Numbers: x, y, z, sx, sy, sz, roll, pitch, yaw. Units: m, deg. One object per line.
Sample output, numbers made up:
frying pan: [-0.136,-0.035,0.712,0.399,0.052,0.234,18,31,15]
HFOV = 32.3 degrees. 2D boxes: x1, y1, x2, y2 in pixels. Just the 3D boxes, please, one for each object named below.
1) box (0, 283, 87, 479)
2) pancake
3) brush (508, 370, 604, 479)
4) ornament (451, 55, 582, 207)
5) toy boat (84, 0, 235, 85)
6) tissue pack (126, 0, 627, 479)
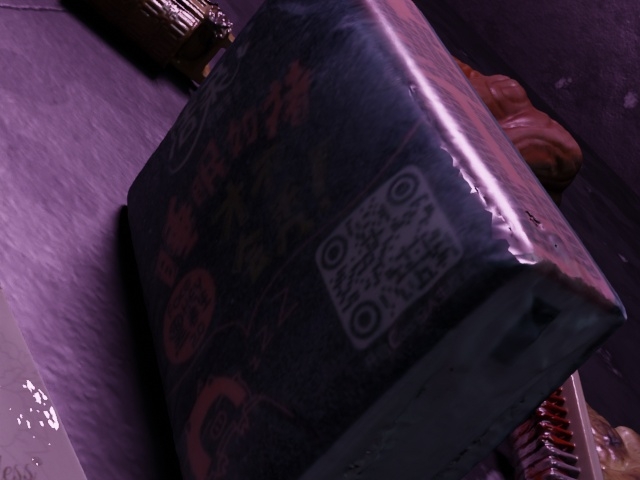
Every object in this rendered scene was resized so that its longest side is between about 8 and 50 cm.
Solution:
box: [-0.151,0.085,0.451,0.109,0.029,0.198,14,36,-52]
pancake: [0.212,0.142,1.002,0.212,0.029,0.235,7,39,-56]
brush: [0.170,0.105,0.882,0.050,0.060,0.321,18,40,-16]
ornament: [0.072,-0.048,0.881,0.218,0.221,0.235,-11,100,-61]
toy boat: [-0.171,-0.224,0.962,0.226,0.068,0.088,40,27,-10]
tissue pack: [0.000,0.000,0.608,0.103,0.228,0.315,28,25,-34]
